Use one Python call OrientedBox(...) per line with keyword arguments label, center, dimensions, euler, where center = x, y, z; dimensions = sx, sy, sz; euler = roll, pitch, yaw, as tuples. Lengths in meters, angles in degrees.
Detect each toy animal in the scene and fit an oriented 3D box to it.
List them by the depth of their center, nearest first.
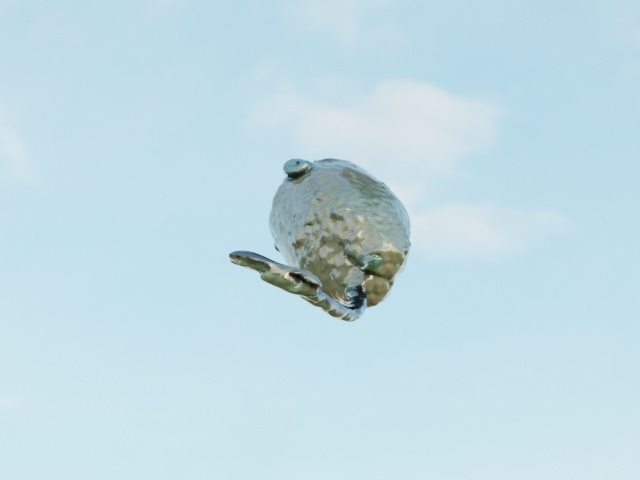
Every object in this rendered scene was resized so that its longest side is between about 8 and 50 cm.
OrientedBox(label="toy animal", center=(0.006, 0.007, 0.630), dimensions=(0.079, 0.070, 0.253), euler=(5, 16, 3))
